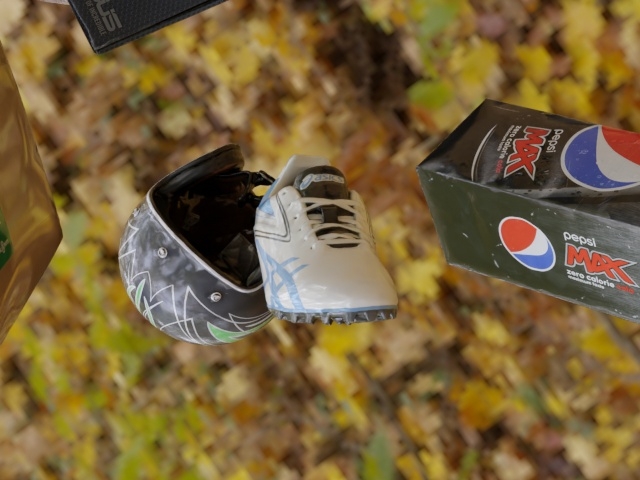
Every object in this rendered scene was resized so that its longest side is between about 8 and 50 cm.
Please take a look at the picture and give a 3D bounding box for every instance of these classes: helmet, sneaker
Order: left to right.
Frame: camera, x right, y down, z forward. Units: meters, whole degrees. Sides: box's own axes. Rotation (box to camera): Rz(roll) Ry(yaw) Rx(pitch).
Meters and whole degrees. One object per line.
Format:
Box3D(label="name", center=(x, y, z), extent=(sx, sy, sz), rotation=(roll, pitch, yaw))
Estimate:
Box3D(label="helmet", center=(-0.096, 0.013, 1.657), extent=(0.169, 0.161, 0.169), rotation=(44, 160, 20))
Box3D(label="sneaker", center=(0.000, 0.000, 1.283), extent=(0.237, 0.085, 0.086), rotation=(-123, 34, -70))

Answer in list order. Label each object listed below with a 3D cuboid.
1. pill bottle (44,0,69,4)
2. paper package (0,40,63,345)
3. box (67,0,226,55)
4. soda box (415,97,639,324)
Box3D(label="pill bottle", center=(-0.257, -0.240, 1.106), extent=(0.302, 0.169, 0.169), rotation=(6, -157, -24))
Box3D(label="paper package", center=(-0.317, 0.018, 0.999), extent=(0.325, 0.310, 0.168), rotation=(-77, -34, -74))
Box3D(label="box", center=(-0.085, -0.235, 0.995), extent=(0.059, 0.183, 0.232), rotation=(-115, 2, -55))
Box3D(label="soda box", center=(0.123, -0.007, 0.769), extent=(0.169, 0.053, 0.060), rotation=(17, 140, 40))
